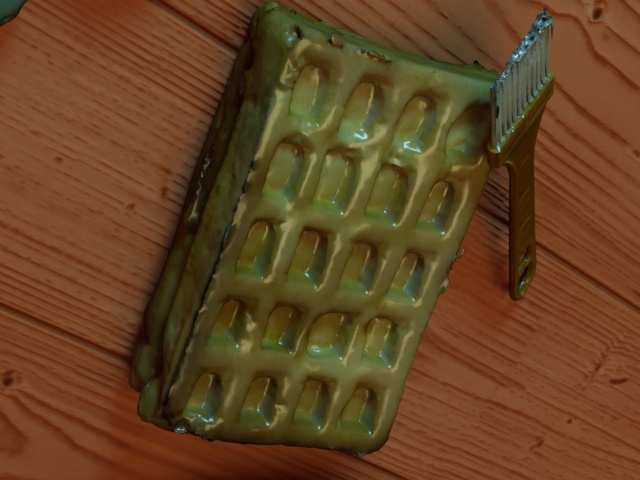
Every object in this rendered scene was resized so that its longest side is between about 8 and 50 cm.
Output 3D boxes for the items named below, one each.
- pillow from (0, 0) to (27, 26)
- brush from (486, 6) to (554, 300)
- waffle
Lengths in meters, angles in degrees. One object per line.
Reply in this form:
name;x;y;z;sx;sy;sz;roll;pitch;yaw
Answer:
pillow;-0.189;-0.231;0.765;0.233;0.086;0.214;-29;131;-7
brush;0.158;-0.044;1.017;0.090;0.017;0.314;-52;153;-24
waffle;0.000;0.000;0.979;0.224;0.098;0.327;10;108;-32
